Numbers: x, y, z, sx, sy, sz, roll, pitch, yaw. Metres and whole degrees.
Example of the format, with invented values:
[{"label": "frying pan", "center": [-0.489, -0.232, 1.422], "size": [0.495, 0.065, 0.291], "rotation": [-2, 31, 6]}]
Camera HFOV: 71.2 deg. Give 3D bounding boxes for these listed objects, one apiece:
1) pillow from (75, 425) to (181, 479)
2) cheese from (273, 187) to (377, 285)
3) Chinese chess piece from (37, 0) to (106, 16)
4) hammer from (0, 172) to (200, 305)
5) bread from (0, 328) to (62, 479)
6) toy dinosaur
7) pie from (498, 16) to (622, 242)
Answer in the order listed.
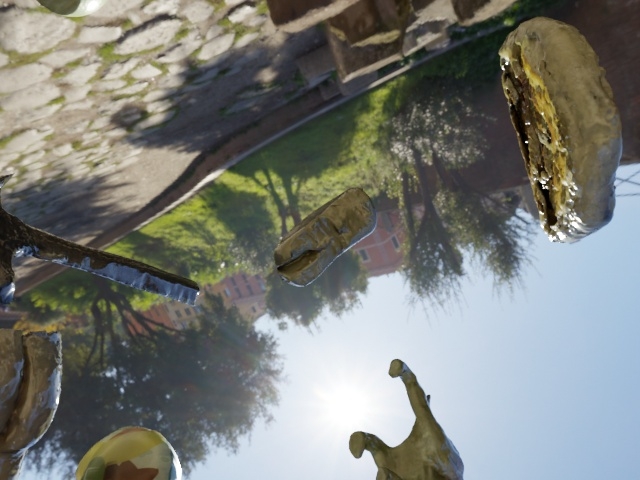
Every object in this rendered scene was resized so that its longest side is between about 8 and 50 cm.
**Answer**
[{"label": "pillow", "center": [-0.239, 0.294, 0.437], "size": [0.214, 0.086, 0.233], "rotation": [-15, -148, 48]}, {"label": "cheese", "center": [0.000, 0.000, 0.788], "size": [0.202, 0.091, 0.175], "rotation": [-41, -173, -22]}, {"label": "Chinese chess piece", "center": [-0.334, -0.363, 0.566], "size": [0.144, 0.144, 0.058], "rotation": [-17, -155, 42]}, {"label": "hammer", "center": [-0.199, 0.029, 0.436], "size": [0.027, 0.125, 0.297], "rotation": [-32, 157, 5]}, {"label": "bread", "center": [-0.395, 0.201, 0.469], "size": [0.337, 0.183, 0.102], "rotation": [-20, 155, 30]}, {"label": "toy dinosaur", "center": [0.110, 0.275, 0.505], "size": [0.077, 0.162, 0.294], "rotation": [-34, -155, 37]}, {"label": "pie", "center": [0.328, -0.151, 0.637], "size": [0.077, 0.340, 0.339], "rotation": [-13, -168, 17]}]
